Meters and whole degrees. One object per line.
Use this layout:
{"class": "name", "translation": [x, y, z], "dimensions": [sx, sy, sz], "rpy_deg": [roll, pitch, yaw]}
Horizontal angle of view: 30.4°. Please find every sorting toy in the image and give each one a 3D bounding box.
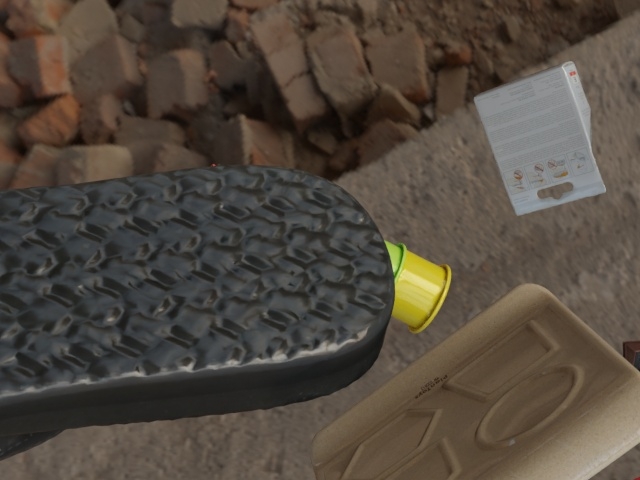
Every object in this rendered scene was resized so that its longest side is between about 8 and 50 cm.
{"class": "sorting toy", "translation": [0.083, 0.116, 0.673], "dimensions": [0.193, 0.208, 0.038], "rpy_deg": [-37, 105, 4]}

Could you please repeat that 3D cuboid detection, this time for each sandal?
{"class": "sandal", "translation": [-0.184, 0.054, 0.559], "dimensions": [0.445, 0.107, 0.167], "rpy_deg": [-1, 50, -14]}

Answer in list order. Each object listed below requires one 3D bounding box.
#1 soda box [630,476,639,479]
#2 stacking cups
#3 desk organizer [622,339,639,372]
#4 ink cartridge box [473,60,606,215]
{"class": "soda box", "translation": [0.245, 0.169, 0.664], "dimensions": [0.263, 0.092, 0.083], "rpy_deg": [-21, 36, -6]}
{"class": "stacking cups", "translation": [0.000, 0.000, 1.413], "dimensions": [0.316, 0.096, 0.096], "rpy_deg": [28, 88, -10]}
{"class": "desk organizer", "translation": [0.437, 0.146, 1.424], "dimensions": [0.130, 0.050, 0.047], "rpy_deg": [-3, 96, 1]}
{"class": "ink cartridge box", "translation": [0.305, -0.138, 1.605], "dimensions": [0.145, 0.045, 0.179], "rpy_deg": [-16, 99, 38]}
